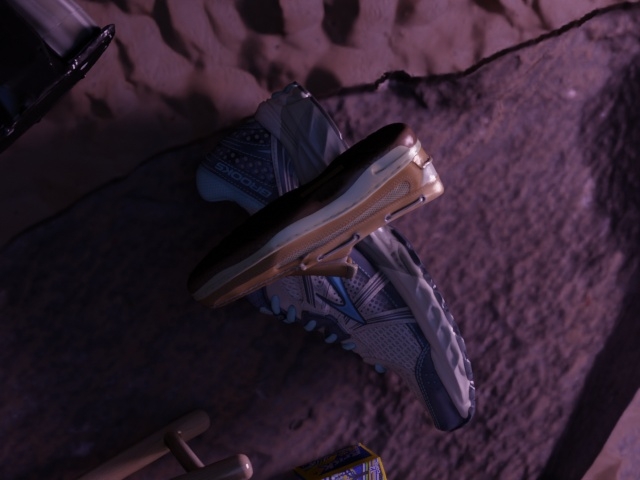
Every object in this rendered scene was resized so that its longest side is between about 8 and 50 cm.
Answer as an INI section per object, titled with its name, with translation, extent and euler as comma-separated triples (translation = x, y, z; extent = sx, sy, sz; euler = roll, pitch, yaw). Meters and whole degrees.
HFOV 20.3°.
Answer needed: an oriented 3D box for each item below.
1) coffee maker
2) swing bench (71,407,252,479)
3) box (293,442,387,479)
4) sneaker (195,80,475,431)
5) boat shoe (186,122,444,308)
[coffee maker]
translation = -0.252, -0.146, 1.183
extent = 0.178, 0.120, 0.171
euler = 44, 42, -3
[swing bench]
translation = -0.135, 0.296, 1.261
extent = 0.255, 0.165, 0.253
euler = -25, 102, -11
[box]
translation = 0.036, 0.245, 1.358
extent = 0.059, 0.054, 0.169
euler = -20, 101, -12
[sneaker]
translation = 0.012, 0.029, 1.316
extent = 0.122, 0.110, 0.283
euler = -32, 96, 3
[boat shoe]
translation = 0.000, 0.000, 1.228
extent = 0.190, 0.068, 0.072
euler = -33, 108, 6
